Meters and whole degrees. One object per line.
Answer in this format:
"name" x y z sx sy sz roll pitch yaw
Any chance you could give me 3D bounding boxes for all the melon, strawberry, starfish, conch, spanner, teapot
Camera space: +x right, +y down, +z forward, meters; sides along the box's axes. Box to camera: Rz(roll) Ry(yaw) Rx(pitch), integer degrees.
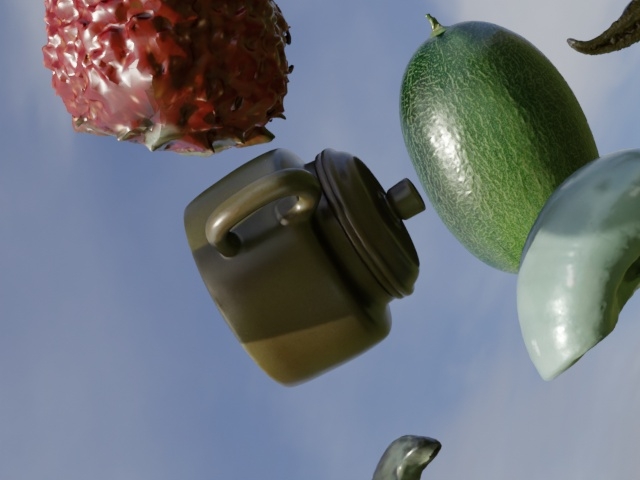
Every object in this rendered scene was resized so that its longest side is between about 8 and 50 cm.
"melon" 0.177 -0.102 1.666 0.182 0.182 0.287 -40 -72 -54
"strawberry" -0.156 -0.263 1.795 0.292 0.292 0.343 -33 -46 -58
"starfish" 0.315 -0.242 1.486 0.213 0.238 0.057 -62 15 0
"conch" 0.236 0.017 1.398 0.221 0.121 0.185 -47 -33 -19
"spanner" -0.023 0.152 0.803 0.015 0.254 0.054 14 -121 -36
"teapot" 0.000 0.000 1.354 0.175 0.185 0.268 -32 -25 10
